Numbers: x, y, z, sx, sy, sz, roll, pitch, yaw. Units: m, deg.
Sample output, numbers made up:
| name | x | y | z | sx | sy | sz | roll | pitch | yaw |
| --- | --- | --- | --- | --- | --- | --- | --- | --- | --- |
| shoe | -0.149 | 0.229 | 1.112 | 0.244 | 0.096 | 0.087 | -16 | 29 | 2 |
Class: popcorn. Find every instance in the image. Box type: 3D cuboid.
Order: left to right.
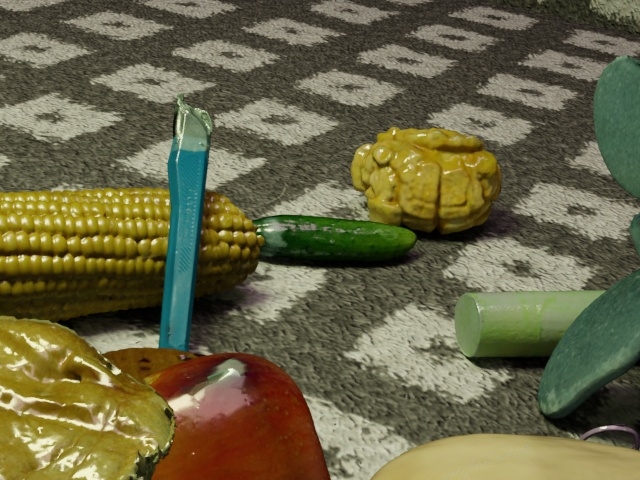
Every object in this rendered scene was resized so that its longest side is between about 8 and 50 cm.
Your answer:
| name | x | y | z | sx | sy | sz | roll | pitch | yaw |
| --- | --- | --- | --- | --- | --- | --- | --- | --- | --- |
| popcorn | 0.133 | -0.083 | 1.542 | 0.194 | 0.140 | 0.163 | 14 | 20 | 19 |

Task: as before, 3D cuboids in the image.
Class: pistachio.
| name | x | y | z | sx | sy | sz | roll | pitch | yaw |
| --- | --- | --- | --- | --- | --- | --- | --- | --- | --- |
| pistachio | 0.161 | 0.222 | 0.825 | 0.299 | 0.188 | 0.187 | 1 | 25 | -6 |

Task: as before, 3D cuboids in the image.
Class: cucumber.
| name | x | y | z | sx | sy | sz | roll | pitch | yaw |
| --- | --- | --- | --- | --- | --- | --- | --- | --- | --- |
| cucumber | 0.000 | 0.000 | 1.423 | 0.250 | 0.056 | 0.056 | 2 | 25 | -13 |

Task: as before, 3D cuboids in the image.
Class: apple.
| name | x | y | z | sx | sy | sz | roll | pitch | yaw |
| --- | --- | --- | --- | --- | --- | --- | --- | --- | --- |
| apple | -0.092 | 0.180 | 0.873 | 0.199 | 0.199 | 0.199 | 6 | 25 | -3 |

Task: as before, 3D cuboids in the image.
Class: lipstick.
| name | x | y | z | sx | sy | sz | roll | pitch | yaw |
| --- | --- | --- | --- | --- | --- | --- | --- | --- | --- |
| lipstick | 0.300 | 0.090 | 1.284 | 0.304 | 0.076 | 0.076 | 0 | 25 | -16 |

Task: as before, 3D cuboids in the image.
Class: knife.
| name | x | y | z | sx | sy | sz | roll | pitch | yaw |
| --- | --- | --- | --- | --- | --- | --- | --- | --- | --- |
| knife | -0.141 | -0.010 | 1.204 | 0.044 | 0.297 | 0.026 | 13 | -21 | -25 |

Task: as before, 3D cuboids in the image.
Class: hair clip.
| name | x | y | z | sx | sy | sz | roll | pitch | yaw |
| --- | --- | --- | --- | --- | --- | --- | --- | --- | --- |
| hair clip | 0.413 | 0.001 | 1.132 | 0.238 | 0.392 | 0.318 | 20 | -19 | -17 |

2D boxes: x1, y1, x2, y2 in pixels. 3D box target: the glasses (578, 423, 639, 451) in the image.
| name | x | y | z | sx | sy | sz | roll | pitch | yaw |
| --- | --- | --- | --- | --- | --- | --- | --- | --- | --- |
| glasses | 0.295 | 0.224 | 1.050 | 0.139 | 0.063 | 0.104 | 5 | 47 | -4 |

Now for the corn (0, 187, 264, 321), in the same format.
| name | x | y | z | sx | sy | sz | roll | pitch | yaw |
| --- | --- | --- | --- | --- | --- | --- | --- | --- | --- |
| corn | -0.249 | 0.011 | 1.229 | 0.387 | 0.144 | 0.144 | -8 | 29 | -33 |

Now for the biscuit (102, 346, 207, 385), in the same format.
| name | x | y | z | sx | sy | sz | roll | pitch | yaw |
| --- | --- | --- | --- | --- | --- | --- | --- | --- | --- |
| biscuit | -0.145 | 0.160 | 1.055 | 0.212 | 0.036 | 0.212 | 6 | 26 | -3 |

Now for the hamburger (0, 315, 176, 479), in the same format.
| name | x | y | z | sx | sy | sz | roll | pitch | yaw |
| --- | --- | --- | --- | --- | --- | --- | --- | --- | --- |
| hamburger | -0.218 | 0.174 | 0.690 | 0.265 | 0.134 | 0.285 | 28 | 36 | 30 |
